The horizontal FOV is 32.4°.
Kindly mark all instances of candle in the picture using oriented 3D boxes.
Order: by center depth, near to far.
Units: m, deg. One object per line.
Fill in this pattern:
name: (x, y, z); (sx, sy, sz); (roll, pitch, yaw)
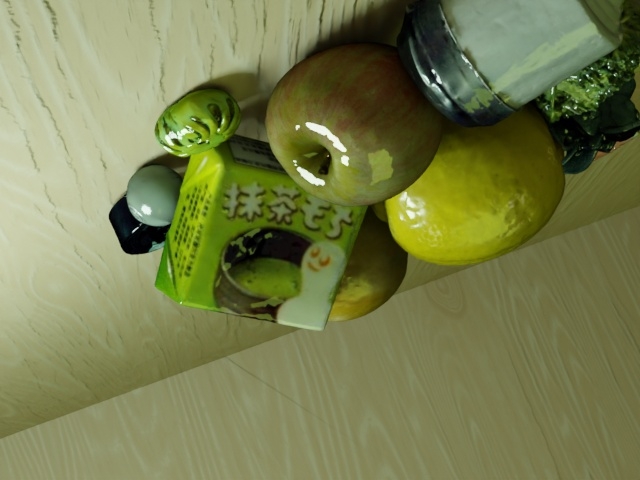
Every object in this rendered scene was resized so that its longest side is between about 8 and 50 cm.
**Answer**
candle: (0.293, -0.318, 1.554); (0.342, 0.221, 0.221); (-33, 163, 28)

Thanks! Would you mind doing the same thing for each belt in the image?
belt: (-0.301, -0.041, 1.990); (0.151, 0.078, 0.198); (-23, 166, -14)

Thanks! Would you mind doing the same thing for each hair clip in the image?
hair clip: (0.500, -0.253, 2.117); (0.310, 0.206, 0.194); (-5, 154, -47)

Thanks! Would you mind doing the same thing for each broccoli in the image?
broccoli: (0.379, -0.330, 1.770); (0.246, 0.247, 0.288); (32, 147, -28)

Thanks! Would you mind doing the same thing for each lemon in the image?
lemon: (0.244, -0.118, 1.886); (0.348, 0.348, 0.348); (-20, 166, -5)

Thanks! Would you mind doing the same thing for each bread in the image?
bread: (-0.186, -0.175, 1.674); (0.139, 0.071, 0.130); (-25, 170, 14)

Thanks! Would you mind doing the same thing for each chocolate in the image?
chocolate: (-0.089, -0.007, 1.815); (0.301, 0.288, 0.137); (12, -164, -23)

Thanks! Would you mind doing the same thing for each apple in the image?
apple: (0.057, -0.184, 1.661); (0.234, 0.257, 0.257); (-50, 180, -27)

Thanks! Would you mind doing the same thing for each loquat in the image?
loquat: (0.000, 0.000, 2.095); (0.360, 0.328, 0.328); (-17, 167, 9)

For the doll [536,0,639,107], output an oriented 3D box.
doll: (0.498, -0.327, 1.912); (0.296, 0.141, 0.117); (-38, 160, 2)

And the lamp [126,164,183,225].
lamp: (-0.274, -0.075, 1.842); (0.105, 0.105, 0.105); (-20, 166, -5)

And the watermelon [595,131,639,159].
watermelon: (0.691, -0.264, 2.673); (0.163, 0.087, 0.069); (-30, -165, 37)
